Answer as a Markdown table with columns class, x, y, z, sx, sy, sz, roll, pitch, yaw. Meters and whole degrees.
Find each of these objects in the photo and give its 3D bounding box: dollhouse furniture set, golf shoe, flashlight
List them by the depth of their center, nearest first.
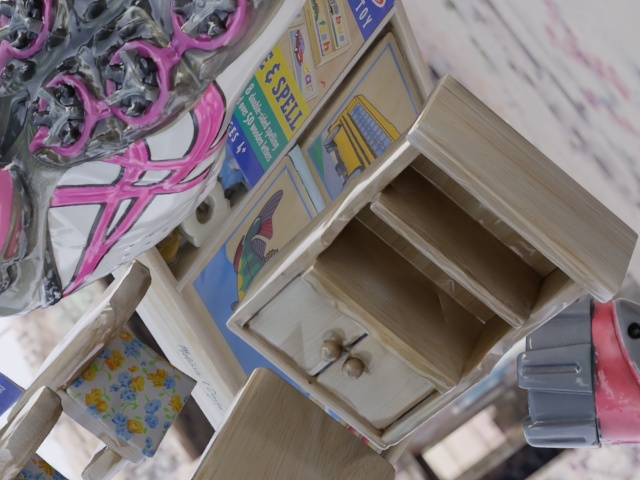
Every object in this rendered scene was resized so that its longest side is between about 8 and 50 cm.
| class | x | y | z | sx | sy | sz | roll | pitch | yaw |
| --- | --- | --- | --- | --- | --- | --- | --- | --- | --- |
| golf shoe | -0.058 | -0.040 | 0.470 | 0.086 | 0.186 | 0.067 | -2 | -118 | -47 |
| dollhouse furniture set | 0.009 | 0.074 | 0.632 | 0.212 | 0.161 | 0.242 | 39 | -137 | -8 |
| flashlight | 0.276 | 0.075 | 0.983 | 0.103 | 0.304 | 0.103 | 70 | -160 | -47 |

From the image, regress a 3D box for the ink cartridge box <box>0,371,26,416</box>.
| class | x | y | z | sx | sy | sz | roll | pitch | yaw |
| --- | --- | --- | --- | --- | --- | --- | --- | --- | --- |
| ink cartridge box | -0.346 | 0.041 | 0.911 | 0.333 | 0.165 | 0.065 | 38 | -143 | -12 |

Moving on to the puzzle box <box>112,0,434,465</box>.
| class | x | y | z | sx | sy | sz | roll | pitch | yaw |
| --- | --- | --- | --- | --- | --- | --- | --- | --- | --- |
| puzzle box | 0.000 | 0.000 | 1.101 | 0.052 | 0.272 | 0.409 | 17 | 149 | 35 |
